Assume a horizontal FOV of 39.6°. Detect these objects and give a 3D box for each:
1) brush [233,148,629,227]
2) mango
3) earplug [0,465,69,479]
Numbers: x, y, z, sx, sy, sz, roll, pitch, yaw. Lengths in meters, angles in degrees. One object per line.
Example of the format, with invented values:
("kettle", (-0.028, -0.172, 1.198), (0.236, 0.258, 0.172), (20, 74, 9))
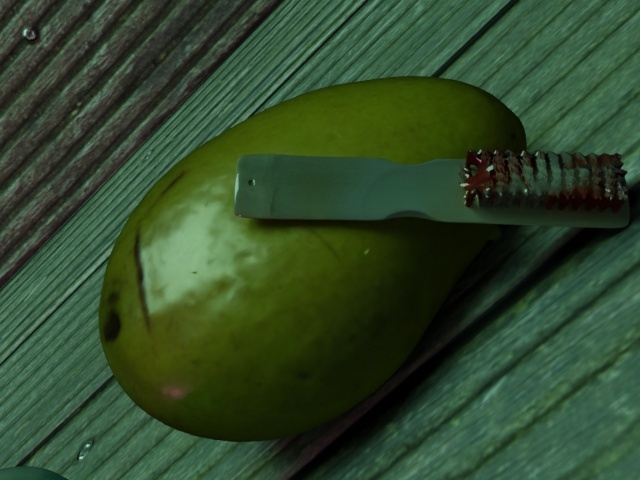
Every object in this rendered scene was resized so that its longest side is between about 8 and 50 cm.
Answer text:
("brush", (0.089, -0.046, 0.719), (0.050, 0.320, 0.060), (86, -174, -66))
("mango", (0.000, 0.000, 0.835), (0.445, 0.220, 0.301), (-33, 56, 0))
("earplug", (-0.308, 0.310, 0.826), (0.185, 0.185, 0.324), (-56, 1, -15))
